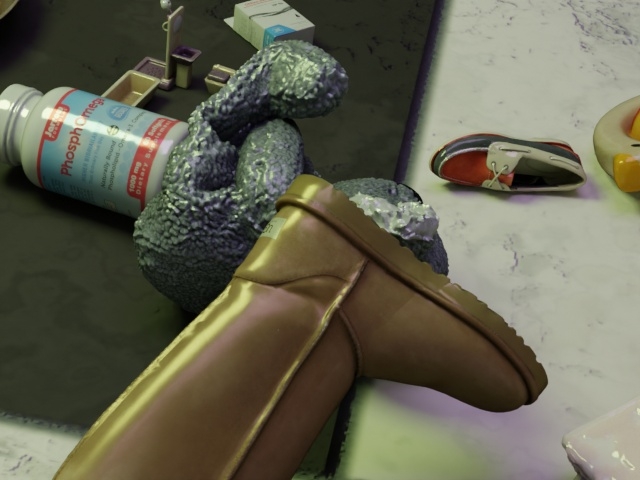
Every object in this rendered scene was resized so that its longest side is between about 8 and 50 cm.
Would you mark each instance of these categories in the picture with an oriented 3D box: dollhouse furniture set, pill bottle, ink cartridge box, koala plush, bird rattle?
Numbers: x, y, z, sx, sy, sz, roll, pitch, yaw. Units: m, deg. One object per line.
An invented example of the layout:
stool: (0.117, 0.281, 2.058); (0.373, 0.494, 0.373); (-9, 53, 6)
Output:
dollhouse furniture set: (-0.137, -0.154, 1.630); (0.091, 0.081, 0.114); (19, 38, 15)
pill bottle: (-0.184, -0.074, 1.508); (0.160, 0.087, 0.087); (17, 37, 13)
ink cartridge box: (-0.049, -0.206, 1.760); (0.048, 0.028, 0.083); (-20, 44, -33)
koala plush: (0.000, 0.000, 1.376); (0.221, 0.196, 0.203); (29, 53, 26)
bird rattle: (0.341, -0.108, 1.629); (0.207, 0.143, 0.253); (-8, 33, 5)

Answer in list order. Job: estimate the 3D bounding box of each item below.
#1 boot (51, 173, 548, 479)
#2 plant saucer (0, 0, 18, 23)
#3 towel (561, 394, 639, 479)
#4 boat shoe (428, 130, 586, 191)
boot: (-0.011, 0.126, 1.217); (0.236, 0.089, 0.269); (38, 74, -8)
plant saucer: (-0.426, -0.231, 1.708); (0.311, 0.050, 0.310); (6, 36, -4)
towel: (0.377, 0.174, 1.236); (0.317, 0.053, 0.332); (-27, 45, -12)
boat shoe: (0.161, -0.062, 1.594); (0.137, 0.049, 0.043); (0, 39, -18)
